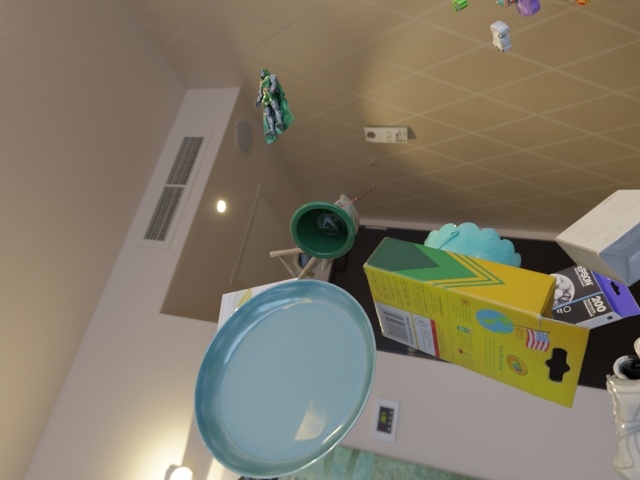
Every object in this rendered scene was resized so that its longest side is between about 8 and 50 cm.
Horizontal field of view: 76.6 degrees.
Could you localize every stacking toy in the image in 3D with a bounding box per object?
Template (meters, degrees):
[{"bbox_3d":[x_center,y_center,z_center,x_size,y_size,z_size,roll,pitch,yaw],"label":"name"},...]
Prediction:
[{"bbox_3d":[0.376,-0.465,0.781,0.052,0.167,0.221,49,-163,-46],"label":"stacking toy"}]

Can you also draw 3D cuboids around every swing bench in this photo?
[{"bbox_3d":[0.000,0.000,1.449,0.165,0.254,0.253,52,-135,-7],"label":"swing bench"}]

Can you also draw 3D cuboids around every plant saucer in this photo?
[{"bbox_3d":[-0.057,0.207,0.653,0.044,0.317,0.317,56,-139,-44],"label":"plant saucer"}]

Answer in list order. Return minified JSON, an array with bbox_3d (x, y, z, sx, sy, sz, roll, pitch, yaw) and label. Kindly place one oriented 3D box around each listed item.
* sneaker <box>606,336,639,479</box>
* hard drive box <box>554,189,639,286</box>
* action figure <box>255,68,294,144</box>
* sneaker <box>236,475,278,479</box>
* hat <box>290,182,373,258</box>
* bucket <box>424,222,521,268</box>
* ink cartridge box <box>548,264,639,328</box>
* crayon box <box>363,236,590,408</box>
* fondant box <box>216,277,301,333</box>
[{"bbox_3d":[0.396,0.200,0.472,0.110,0.118,0.292,-34,-43,-22],"label":"sneaker"},{"bbox_3d":[0.632,-0.016,0.845,0.181,0.089,0.232,-42,-2,14],"label":"hard drive box"},{"bbox_3d":[-0.154,-0.432,1.246,0.063,0.137,0.232,11,-120,-48],"label":"action figure"},{"bbox_3d":[-0.157,0.682,1.162,0.267,0.106,0.101,-44,-24,-8],"label":"sneaker"},{"bbox_3d":[0.038,-0.062,1.172,0.183,0.208,0.173,-62,-27,-60],"label":"hat"},{"bbox_3d":[0.391,0.109,1.107,0.183,0.281,0.281,-61,-28,-34],"label":"bucket"},{"bbox_3d":[0.777,0.160,1.191,0.045,0.208,0.206,44,-147,-26],"label":"ink cartridge box"},{"bbox_3d":[0.239,0.122,0.646,0.081,0.318,0.202,-48,-43,-31],"label":"crayon box"},{"bbox_3d":[-0.185,0.271,1.309,0.096,0.330,0.238,38,-134,-48],"label":"fondant box"}]
